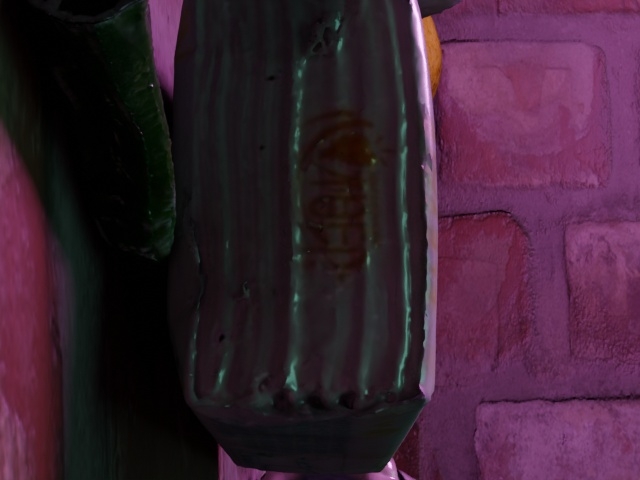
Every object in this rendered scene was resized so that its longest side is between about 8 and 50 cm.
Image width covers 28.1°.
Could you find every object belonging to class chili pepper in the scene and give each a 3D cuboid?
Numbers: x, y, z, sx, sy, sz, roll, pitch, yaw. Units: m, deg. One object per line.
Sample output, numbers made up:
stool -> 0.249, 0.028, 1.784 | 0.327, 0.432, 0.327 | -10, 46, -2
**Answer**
chili pepper -> -0.104, -0.059, 0.663 | 0.227, 0.059, 0.088 | 88, -12, -51

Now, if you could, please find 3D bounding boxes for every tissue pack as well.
tissue pack -> -0.010, 0.007, 0.896 | 0.388, 0.162, 0.287 | 92, -3, -76

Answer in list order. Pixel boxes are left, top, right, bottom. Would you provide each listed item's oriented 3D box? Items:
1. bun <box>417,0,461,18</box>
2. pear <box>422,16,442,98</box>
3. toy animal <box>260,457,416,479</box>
bun -> 0.063, -0.371, 1.215 | 0.354, 0.194, 0.354 | 58, -17, 29
pear -> 0.043, -0.191, 1.422 | 0.197, 0.197, 0.197 | -2, 90, -84
toy animal -> 0.030, 0.299, 1.198 | 0.208, 0.204, 0.156 | 57, 40, -41
